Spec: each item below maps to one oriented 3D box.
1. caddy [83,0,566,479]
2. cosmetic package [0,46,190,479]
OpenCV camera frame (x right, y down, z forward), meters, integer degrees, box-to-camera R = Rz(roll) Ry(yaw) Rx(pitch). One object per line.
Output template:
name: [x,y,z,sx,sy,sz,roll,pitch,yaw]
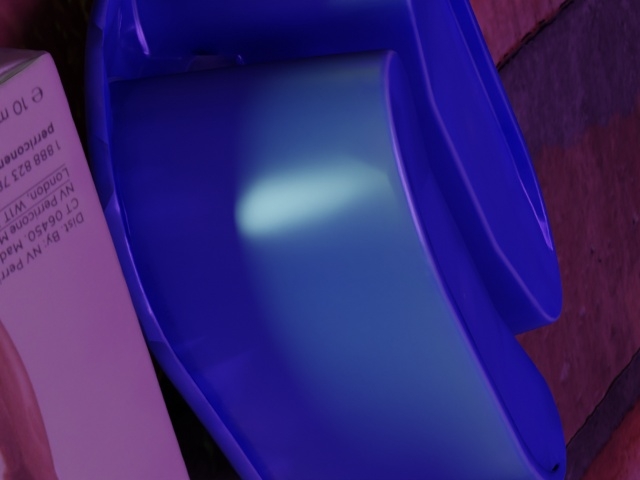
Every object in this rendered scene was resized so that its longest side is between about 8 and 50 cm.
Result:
caddy: [0.000,0.000,0.763,0.241,0.179,0.341,-81,152,-44]
cosmetic package: [-0.148,0.083,0.584,0.129,0.153,0.296,-42,127,-41]
